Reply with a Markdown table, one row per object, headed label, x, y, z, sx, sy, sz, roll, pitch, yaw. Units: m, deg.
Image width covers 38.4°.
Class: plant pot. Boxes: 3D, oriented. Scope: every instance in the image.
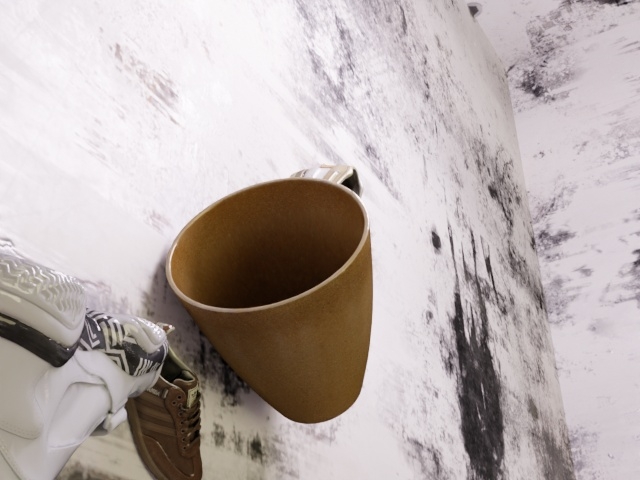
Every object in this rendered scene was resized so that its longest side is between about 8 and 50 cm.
| label | x | y | z | sx | sy | sz | roll | pitch | yaw |
| --- | --- | --- | --- | --- | --- | --- | --- | --- | --- |
| plant pot | -0.033 | 0.096 | 1.107 | 0.237 | 0.237 | 0.254 | -74 | 154 | -50 |

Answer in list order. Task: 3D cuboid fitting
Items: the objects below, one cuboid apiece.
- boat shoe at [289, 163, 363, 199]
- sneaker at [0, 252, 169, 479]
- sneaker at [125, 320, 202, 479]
| label | x | y | z | sx | sy | sz | roll | pitch | yaw |
| --- | --- | --- | --- | --- | --- | --- | --- | --- | --- |
| boat shoe | 0.000 | 0.000 | 1.342 | 0.113 | 0.103 | 0.302 | 49 | 34 | -42 |
| sneaker | -0.232 | 0.140 | 0.718 | 0.366 | 0.137 | 0.210 | 71 | 33 | -74 |
| sneaker | -0.154 | 0.173 | 0.945 | 0.188 | 0.071 | 0.066 | 68 | 25 | -11 |
